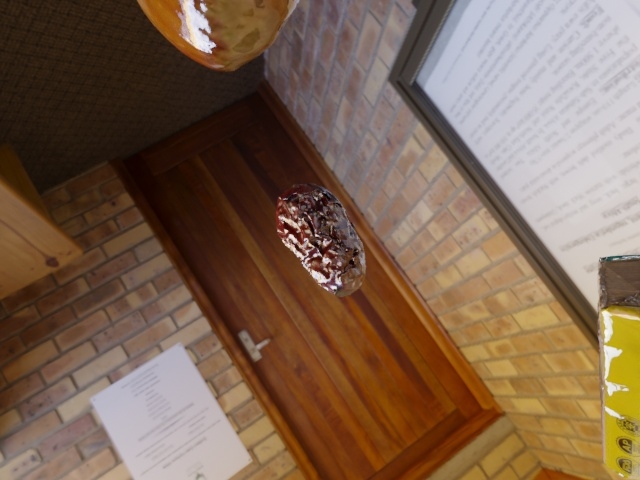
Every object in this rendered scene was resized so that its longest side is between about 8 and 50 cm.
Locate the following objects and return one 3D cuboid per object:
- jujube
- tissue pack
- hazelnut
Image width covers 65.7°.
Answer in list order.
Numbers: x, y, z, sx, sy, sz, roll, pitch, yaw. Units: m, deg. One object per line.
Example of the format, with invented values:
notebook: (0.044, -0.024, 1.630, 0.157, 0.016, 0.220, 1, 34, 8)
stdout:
jujube: (0.002, 0.000, 0.664, 0.104, 0.166, 0.104, -25, 167, -7)
tissue pack: (0.277, 0.100, 0.373, 0.120, 0.169, 0.082, -2, -152, 27)
hazelnut: (-0.113, -0.302, 0.538, 0.210, 0.186, 0.210, -9, 131, -11)
